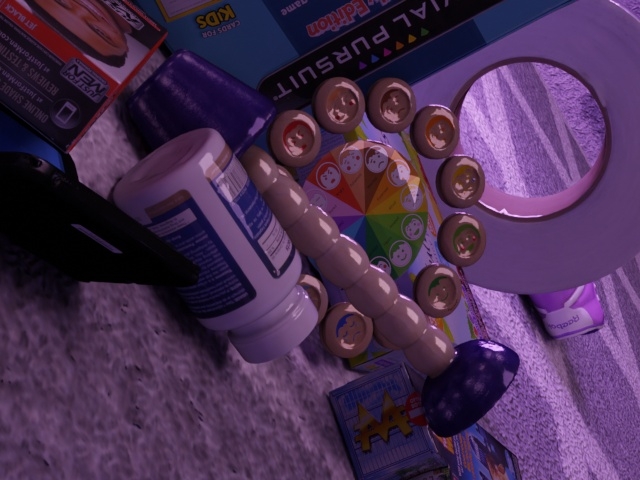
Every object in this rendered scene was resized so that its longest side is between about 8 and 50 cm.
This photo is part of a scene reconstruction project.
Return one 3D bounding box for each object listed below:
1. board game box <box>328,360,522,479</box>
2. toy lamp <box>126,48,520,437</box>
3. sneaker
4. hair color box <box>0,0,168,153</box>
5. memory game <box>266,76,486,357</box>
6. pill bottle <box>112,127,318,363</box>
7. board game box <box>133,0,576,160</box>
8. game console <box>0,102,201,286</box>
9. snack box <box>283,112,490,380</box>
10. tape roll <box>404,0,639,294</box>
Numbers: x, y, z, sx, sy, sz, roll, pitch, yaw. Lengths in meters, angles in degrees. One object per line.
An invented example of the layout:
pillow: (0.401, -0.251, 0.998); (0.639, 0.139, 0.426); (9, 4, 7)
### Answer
board game box: (0.080, 0.179, 0.825); (0.194, 0.060, 0.194); (50, 23, -36)
toy lamp: (0.000, 0.000, 0.738); (0.275, 0.080, 0.080); (44, 21, -8)
sneaker: (0.323, 0.039, 1.661); (0.161, 0.102, 0.282); (64, 28, -14)
hair color box: (-0.120, -0.095, 0.592); (0.072, 0.043, 0.141); (39, 16, -11)
memory game: (0.032, -0.016, 0.815); (0.186, 0.186, 0.012); (59, -21, -17)
pill bottle: (-0.052, 0.005, 0.671); (0.120, 0.067, 0.067); (57, 19, -21)
board game box: (-0.023, -0.239, 0.777); (0.336, 0.254, 0.079); (54, 18, -31)
game console: (-0.117, -0.034, 0.543); (0.122, 0.107, 0.071); (39, 59, -53)
snack box: (0.049, 0.000, 0.962); (0.174, 0.070, 0.207); (25, 42, -64)
tape roll: (0.192, -0.098, 1.146); (0.286, 0.286, 0.100); (63, 17, -6)
